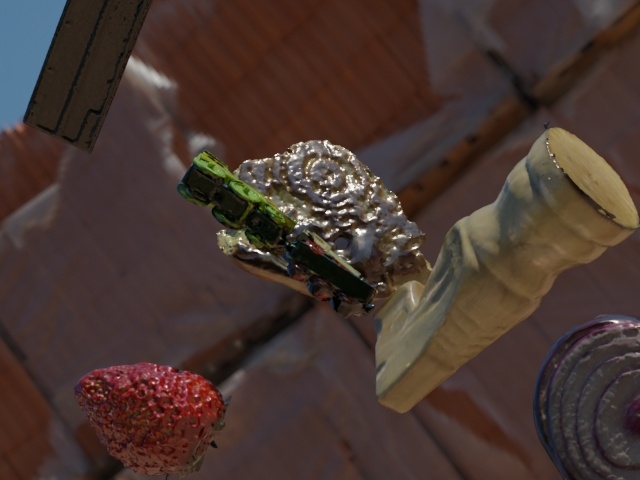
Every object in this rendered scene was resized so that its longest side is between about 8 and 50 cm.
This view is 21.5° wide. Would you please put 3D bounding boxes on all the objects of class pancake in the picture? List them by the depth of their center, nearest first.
[{"bbox_3d":[0.000,0.000,1.927,0.212,0.257,0.056,-33,-21,-28],"label":"pancake"}]

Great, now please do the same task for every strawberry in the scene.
[{"bbox_3d":[-0.175,0.181,1.744,0.131,0.148,0.131,-51,-10,-13],"label":"strawberry"}]

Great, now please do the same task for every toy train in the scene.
[{"bbox_3d":[-0.042,-0.004,1.785,0.053,0.250,0.085,-53,-2,13],"label":"toy train"}]

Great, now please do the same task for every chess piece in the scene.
[{"bbox_3d":[0.153,0.036,1.575,0.301,0.137,0.137,-45,-12,22],"label":"chess piece"}]

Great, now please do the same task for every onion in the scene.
[{"bbox_3d":[0.471,0.273,2.442,0.282,0.337,0.260,-52,-22,1],"label":"onion"}]

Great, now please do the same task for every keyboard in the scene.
[{"bbox_3d":[-0.173,-0.159,1.305,0.198,0.064,0.010,-63,2,29],"label":"keyboard"}]

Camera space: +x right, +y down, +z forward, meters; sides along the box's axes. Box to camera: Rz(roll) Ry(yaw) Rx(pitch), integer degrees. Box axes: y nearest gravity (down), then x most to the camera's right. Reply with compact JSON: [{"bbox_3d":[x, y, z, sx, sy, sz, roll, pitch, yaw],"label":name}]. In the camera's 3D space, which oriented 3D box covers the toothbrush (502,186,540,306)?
[{"bbox_3d":[0.211,0.010,1.763,0.016,0.019,0.219,-51,-31,-20],"label":"toothbrush"}]
